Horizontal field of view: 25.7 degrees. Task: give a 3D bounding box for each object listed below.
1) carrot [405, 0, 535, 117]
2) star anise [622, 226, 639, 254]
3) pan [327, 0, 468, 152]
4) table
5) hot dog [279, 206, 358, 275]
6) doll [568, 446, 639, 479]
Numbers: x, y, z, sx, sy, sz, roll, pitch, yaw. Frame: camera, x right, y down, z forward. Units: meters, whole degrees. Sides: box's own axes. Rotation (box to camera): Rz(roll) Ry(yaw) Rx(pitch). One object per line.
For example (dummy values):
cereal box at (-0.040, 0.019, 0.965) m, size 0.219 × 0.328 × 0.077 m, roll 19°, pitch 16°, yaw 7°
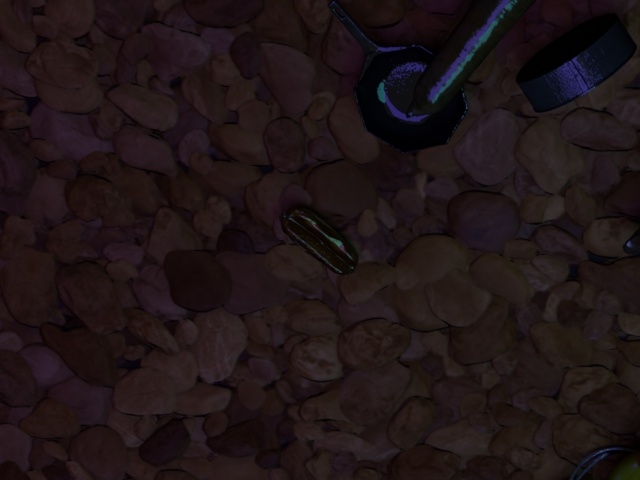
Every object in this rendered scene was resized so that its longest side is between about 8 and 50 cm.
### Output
carrot at (0.205, -0.269, 1.563) m, size 0.070 × 0.070 × 0.342 m, roll 36°, pitch 107°, yaw -7°
star anise at (0.496, -0.077, 1.592) m, size 0.349 × 0.109 × 0.292 m, roll -41°, pitch 104°, yaw 19°
pan at (0.098, -0.206, 1.642) m, size 0.128 × 0.048 × 0.202 m, roll -11°, pitch 114°, yaw 14°
table at (0.284, -0.198, 1.562) m, size 0.133 × 0.133 × 0.043 m, roll -30°, pitch 104°, yaw 22°
hot dog at (0.000, 0.000, 1.769) m, size 0.122 × 0.037 × 0.049 m, roll 42°, pitch 104°, yaw -16°
doll at (0.405, 0.324, 1.804) m, size 0.143 × 0.135 × 0.221 m, roll 27°, pitch 116°, yaw -39°
